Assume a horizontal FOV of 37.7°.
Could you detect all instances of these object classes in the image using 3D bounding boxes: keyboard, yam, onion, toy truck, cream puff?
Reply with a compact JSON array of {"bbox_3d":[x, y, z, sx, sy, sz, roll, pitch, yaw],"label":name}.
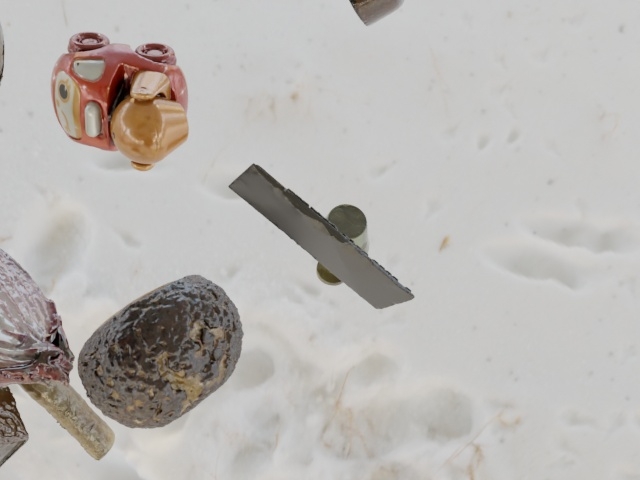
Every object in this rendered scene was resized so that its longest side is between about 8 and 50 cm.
[{"bbox_3d":[0.001,-0.001,0.885,0.196,0.074,0.015,40,68,-11],"label":"keyboard"},{"bbox_3d":[-0.449,0.252,1.561,0.066,0.066,0.299,-47,115,-26],"label":"yam"},{"bbox_3d":[-0.400,0.100,1.026,0.284,0.120,0.227,34,29,5],"label":"onion"},{"bbox_3d":[-0.353,-0.231,1.635,0.265,0.189,0.239,7,34,0],"label":"toy truck"},{"bbox_3d":[-0.214,0.158,1.292,0.239,0.239,0.164,-32,83,-21],"label":"cream puff"}]

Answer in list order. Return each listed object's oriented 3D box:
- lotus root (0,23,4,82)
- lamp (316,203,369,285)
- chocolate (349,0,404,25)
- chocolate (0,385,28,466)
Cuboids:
[{"bbox_3d":[-0.407,-0.202,0.974,0.141,0.314,0.169,-26,88,-23],"label":"lotus root"},{"bbox_3d":[0.039,0.012,1.922,0.121,0.214,0.121,3,61,-5],"label":"lamp"},{"bbox_3d":[0.066,-0.365,1.274,0.080,0.148,0.125,-26,32,12],"label":"chocolate"},{"bbox_3d":[-0.610,0.373,1.512,0.321,0.112,0.112,-42,72,16],"label":"chocolate"}]
